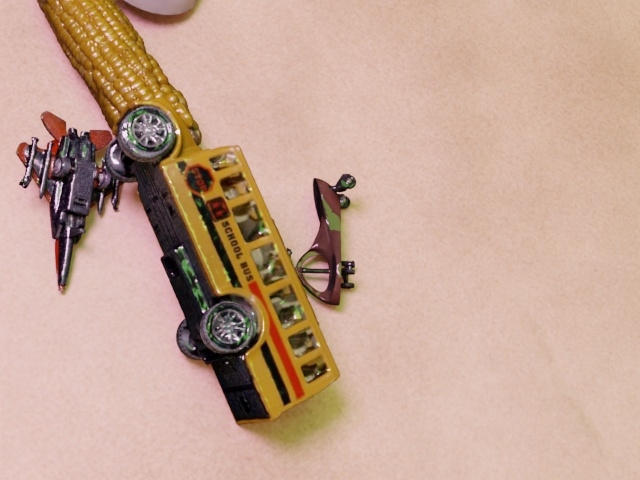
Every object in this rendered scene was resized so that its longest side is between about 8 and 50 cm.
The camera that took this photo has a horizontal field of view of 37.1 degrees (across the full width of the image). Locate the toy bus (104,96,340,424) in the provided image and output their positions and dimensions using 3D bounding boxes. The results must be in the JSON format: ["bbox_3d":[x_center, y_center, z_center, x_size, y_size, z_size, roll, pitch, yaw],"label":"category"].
[{"bbox_3d":[-0.103,0.015,0.960,0.123,0.121,0.335,-22,88,-25],"label":"toy bus"}]

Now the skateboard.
[{"bbox_3d":[0.000,0.000,1.075,0.080,0.067,0.151,1,68,-5],"label":"skateboard"}]

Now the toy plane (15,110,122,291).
[{"bbox_3d":[-0.264,-0.040,1.014,0.130,0.061,0.189,16,61,-43],"label":"toy plane"}]

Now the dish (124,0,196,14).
[{"bbox_3d":[-0.198,-0.350,1.150,0.141,0.078,0.141,19,47,-21],"label":"dish"}]

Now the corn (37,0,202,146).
[{"bbox_3d":[-0.235,-0.204,1.085,0.097,0.097,0.320,-27,73,-25],"label":"corn"}]
